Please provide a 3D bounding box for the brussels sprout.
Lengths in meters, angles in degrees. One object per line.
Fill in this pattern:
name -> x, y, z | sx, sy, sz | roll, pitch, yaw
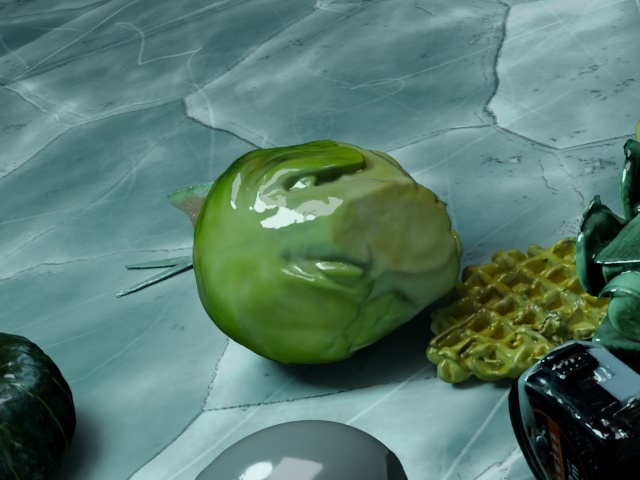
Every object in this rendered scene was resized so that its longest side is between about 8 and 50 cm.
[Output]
brussels sprout -> 0.000, 0.000, 1.637 | 0.344, 0.268, 0.344 | -27, 13, 7

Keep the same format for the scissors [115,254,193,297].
scissors -> -0.180, 0.027, 1.988 | 0.247, 0.017, 0.144 | -16, 28, 12

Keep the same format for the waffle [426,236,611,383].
waffle -> 0.252, 0.077, 1.563 | 0.261, 0.056, 0.250 | -8, 30, 28

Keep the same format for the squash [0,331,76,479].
squash -> -0.419, 0.225, 1.640 | 0.252, 0.165, 0.252 | -16, 26, 8

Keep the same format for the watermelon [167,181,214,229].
watermelon -> -0.138, -0.054, 2.074 | 0.155, 0.080, 0.101 | -21, -7, 6

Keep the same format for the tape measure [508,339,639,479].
tape measure -> 0.252, 0.181, 1.245 | 0.107, 0.182, 0.181 | -25, 39, -13

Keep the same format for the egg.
egg -> -0.029, 0.264, 1.296 | 0.231, 0.176, 0.176 | -21, 27, 16

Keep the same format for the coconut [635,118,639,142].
coconut -> 0.452, -0.105, 1.685 | 0.116, 0.122, 0.116 | -12, -9, -2

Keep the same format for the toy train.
toy train -> 0.369, 0.033, 1.363 | 0.166, 0.238, 0.299 | 3, 34, 39
